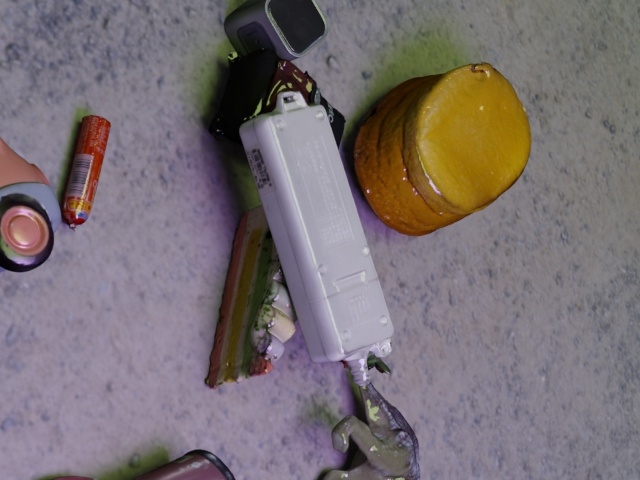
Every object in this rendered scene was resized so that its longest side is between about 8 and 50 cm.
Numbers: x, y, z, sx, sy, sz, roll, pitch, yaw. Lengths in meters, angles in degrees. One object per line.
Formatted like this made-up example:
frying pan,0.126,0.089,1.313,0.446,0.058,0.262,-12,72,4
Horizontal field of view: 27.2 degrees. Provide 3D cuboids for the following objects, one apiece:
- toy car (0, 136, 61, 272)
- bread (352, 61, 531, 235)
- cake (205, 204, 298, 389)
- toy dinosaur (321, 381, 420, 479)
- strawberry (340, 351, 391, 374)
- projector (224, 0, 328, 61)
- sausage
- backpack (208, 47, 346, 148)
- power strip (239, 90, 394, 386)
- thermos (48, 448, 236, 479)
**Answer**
toy car,-0.389,-0.029,1.214,0.270,0.180,0.212,-24,88,-41
bread,0.160,-0.121,1.739,0.269,0.142,0.195,-42,107,-41
cake,-0.055,0.070,1.531,0.090,0.109,0.225,27,64,-35
toy dinosaur,0.071,0.301,1.627,0.162,0.077,0.294,-29,116,-46
strawberry,0.027,0.074,1.606,0.140,0.085,0.192,-96,166,-71
projector,-0.053,-0.261,1.615,0.083,0.082,0.083,-45,111,-38
sausage,-0.255,-0.070,1.429,0.034,0.034,0.129,23,66,-37
backpack,-0.042,-0.149,1.586,0.165,0.106,0.120,26,68,-36
power strip,0.000,0.000,1.482,0.098,0.058,0.338,-18,90,-42
thermos,-0.236,0.305,1.321,0.330,0.109,0.136,-20,95,-42
